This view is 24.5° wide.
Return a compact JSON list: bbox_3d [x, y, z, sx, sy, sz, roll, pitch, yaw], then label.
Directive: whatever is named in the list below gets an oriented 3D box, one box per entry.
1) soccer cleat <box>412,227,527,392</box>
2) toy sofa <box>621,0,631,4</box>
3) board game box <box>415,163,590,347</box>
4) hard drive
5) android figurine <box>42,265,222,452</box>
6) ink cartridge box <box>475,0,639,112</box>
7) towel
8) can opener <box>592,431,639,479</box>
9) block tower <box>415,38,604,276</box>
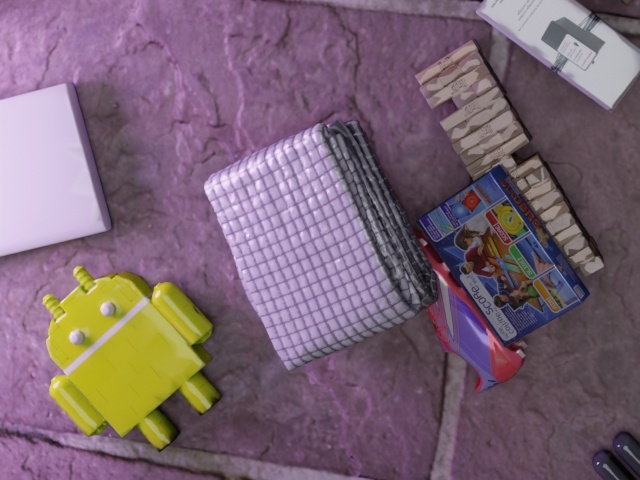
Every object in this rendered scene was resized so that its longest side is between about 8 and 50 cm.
[{"bbox_3d":[0.172,0.091,1.960,0.095,0.083,0.248,-40,93,17],"label":"soccer cleat"},{"bbox_3d":[0.346,-0.400,1.711,0.150,0.362,0.177,-45,83,12],"label":"toy sofa"},{"bbox_3d":[0.230,0.021,1.874,0.136,0.035,0.201,-34,90,37],"label":"board game box"},{"bbox_3d":[-0.469,-0.081,2.058,0.319,0.040,0.210,-13,96,11],"label":"hard drive"},{"bbox_3d":[-0.271,0.158,2.056,0.248,0.056,0.273,-40,92,13],"label":"android figurine"},{"bbox_3d":[0.305,-0.257,1.845,0.208,0.153,0.087,37,101,1],"label":"ink cartridge box"},{"bbox_3d":[0.000,0.000,1.926,0.235,0.121,0.283,-26,89,37],"label":"towel"},{"bbox_3d":[0.476,0.380,1.942,0.076,0.095,0.283,-43,90,12],"label":"can opener"},{"bbox_3d":[0.245,-0.093,1.912,0.097,0.091,0.335,-32,92,13],"label":"block tower"}]
